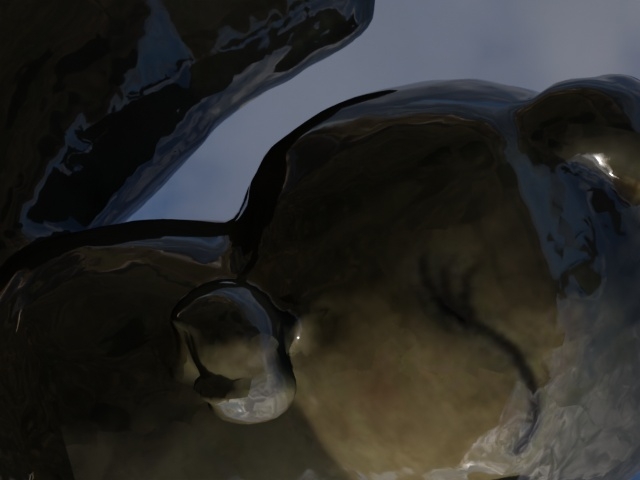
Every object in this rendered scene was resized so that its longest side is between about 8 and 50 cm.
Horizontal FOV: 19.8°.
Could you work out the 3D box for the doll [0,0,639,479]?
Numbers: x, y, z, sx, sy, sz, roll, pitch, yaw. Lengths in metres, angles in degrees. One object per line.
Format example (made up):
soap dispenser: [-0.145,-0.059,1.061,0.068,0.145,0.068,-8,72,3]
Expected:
doll: [-0.004,-0.016,0.806,0.252,0.382,0.379,84,-17,-73]
